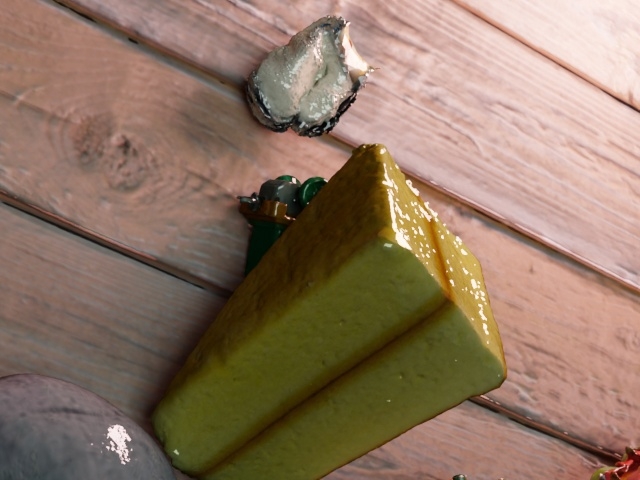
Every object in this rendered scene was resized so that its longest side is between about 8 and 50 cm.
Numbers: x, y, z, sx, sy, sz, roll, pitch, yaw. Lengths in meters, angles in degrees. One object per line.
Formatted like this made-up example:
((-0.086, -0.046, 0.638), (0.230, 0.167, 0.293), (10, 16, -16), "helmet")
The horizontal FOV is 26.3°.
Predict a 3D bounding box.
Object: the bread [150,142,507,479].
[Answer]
((-0.011, 0.108, 1.493), (0.361, 0.245, 0.233), (-34, 119, 15), "bread")

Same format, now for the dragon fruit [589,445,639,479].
((0.429, 0.384, 1.681), (0.237, 0.231, 0.303), (37, 82, -27), "dragon fruit")

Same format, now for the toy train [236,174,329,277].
((0.000, 0.000, 1.558), (0.227, 0.091, 0.136), (17, 86, -29), "toy train")

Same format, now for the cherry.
((-0.259, 0.263, 1.290), (0.255, 0.218, 0.296), (-32, 88, -21), "cherry")

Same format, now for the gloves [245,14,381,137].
((-0.013, -0.183, 1.582), (0.153, 0.070, 0.114), (-42, 113, -21), "gloves")

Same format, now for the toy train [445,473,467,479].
((0.169, 0.329, 1.626), (0.044, 0.064, 0.103), (-10, 87, -22), "toy train")

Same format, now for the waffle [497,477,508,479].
((0.063, 0.394, 1.486), (0.376, 0.114, 0.261), (0, 95, -25), "waffle")
